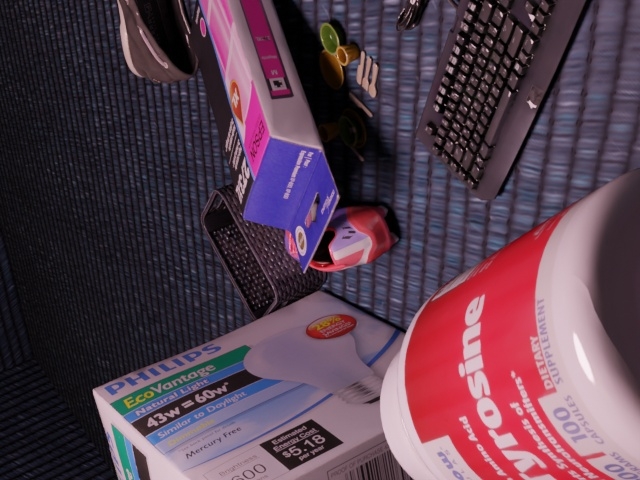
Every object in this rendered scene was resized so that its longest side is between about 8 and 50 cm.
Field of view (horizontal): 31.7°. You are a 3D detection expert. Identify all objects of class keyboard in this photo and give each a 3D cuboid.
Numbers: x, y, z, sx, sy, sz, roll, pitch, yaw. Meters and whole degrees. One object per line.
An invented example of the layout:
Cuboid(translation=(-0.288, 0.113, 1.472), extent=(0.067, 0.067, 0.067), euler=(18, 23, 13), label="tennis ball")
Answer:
Cuboid(translation=(0.136, -0.194, 1.035), extent=(0.201, 0.033, 0.317), euler=(53, 151, 26), label="keyboard")

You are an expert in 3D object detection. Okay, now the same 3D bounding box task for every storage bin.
Cuboid(translation=(-0.081, 0.009, 1.561), extent=(0.180, 0.084, 0.122), euler=(61, 154, 12), label="storage bin")

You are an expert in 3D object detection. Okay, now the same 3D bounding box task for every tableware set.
Cuboid(translation=(0.021, -0.168, 1.284), extent=(0.104, 0.024, 0.154), euler=(50, 150, 31), label="tableware set")

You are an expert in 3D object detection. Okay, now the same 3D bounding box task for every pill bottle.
Cuboid(translation=(0.203, 0.108, 0.935), extent=(0.229, 0.229, 0.408), euler=(62, 154, 8), label="pill bottle")

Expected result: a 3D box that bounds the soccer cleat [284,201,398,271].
Cuboid(translation=(0.000, 0.000, 1.384), extent=(0.248, 0.095, 0.083), euler=(-3, 109, 63), label="soccer cleat")

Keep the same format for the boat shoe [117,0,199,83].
Cuboid(translation=(-0.240, -0.370, 1.532), extent=(0.095, 0.112, 0.335), euler=(15, 132, 37), label="boat shoe")

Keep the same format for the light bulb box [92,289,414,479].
Cuboid(translation=(-0.028, 0.263, 1.360), extent=(0.361, 0.358, 0.225), euler=(24, 130, 53), label="light bulb box")

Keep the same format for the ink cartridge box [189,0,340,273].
Cuboid(translation=(-0.074, -0.158, 1.327), extent=(0.176, 0.069, 0.371), euler=(115, 140, -57), label="ink cartridge box")
